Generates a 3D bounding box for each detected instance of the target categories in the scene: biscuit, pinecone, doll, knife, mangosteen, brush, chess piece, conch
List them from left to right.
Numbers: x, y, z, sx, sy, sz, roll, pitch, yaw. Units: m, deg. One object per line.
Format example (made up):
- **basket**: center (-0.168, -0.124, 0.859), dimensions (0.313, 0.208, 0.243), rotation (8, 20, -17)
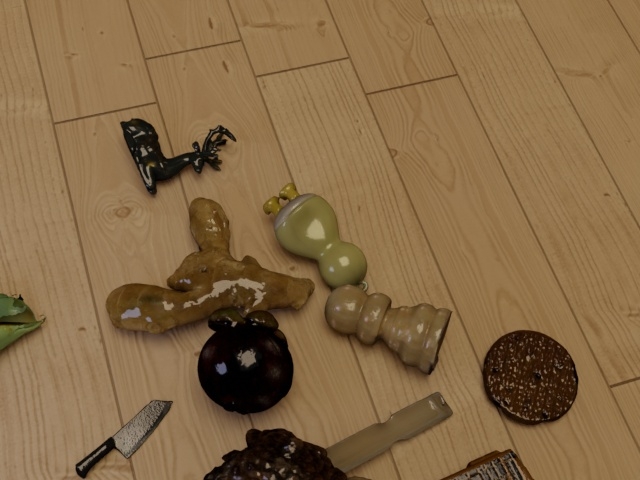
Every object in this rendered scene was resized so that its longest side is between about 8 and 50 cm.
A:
- **conch**: center (-0.700, 0.171, 1.891), dimensions (0.143, 0.137, 0.250), rotation (42, 66, 18)
- **knife**: center (-0.381, 0.392, 1.866), dimensions (0.060, 0.028, 0.230), rotation (46, 63, 6)
- **mangosteen**: center (-0.146, 0.243, 1.867), dimensions (0.209, 0.210, 0.210), rotation (2, 61, -4)
- **pinecone**: center (-0.098, 0.493, 1.697), dimensions (0.296, 0.298, 0.242), rotation (-43, 113, 1)
- **doll**: center (-0.001, 0.004, 2.070), dimensions (0.141, 0.117, 0.296), rotation (-38, 84, -15)
- **brush**: center (0.124, 0.398, 1.896), dimensions (0.321, 0.050, 0.060), rotation (-22, 62, -25)
- **chess piece**: center (0.133, 0.175, 1.973), dimensions (0.260, 0.143, 0.143), rotation (18, 61, 10)
- **biscuit**: center (0.441, 0.287, 1.986), dimensions (0.212, 0.036, 0.212), rotation (3, 60, -4)

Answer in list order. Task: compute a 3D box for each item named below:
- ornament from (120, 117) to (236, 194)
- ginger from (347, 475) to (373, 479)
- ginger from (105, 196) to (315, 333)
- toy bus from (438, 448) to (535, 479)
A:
- **ornament**: center (-0.323, -0.227, 2.183), dimensions (0.236, 0.080, 0.202), rotation (-21, 68, -13)
- **ginger**: center (0.140, 0.558, 1.790), dimensions (0.288, 0.075, 0.089), rotation (48, 26, 21)
- **ginger**: center (-0.229, 0.100, 1.985), dimensions (0.348, 0.122, 0.363), rotation (28, 52, 20)
- **toy bus**: center (0.309, 0.487, 1.830), dimensions (0.201, 0.098, 0.114), rotation (-21, 65, -14)
